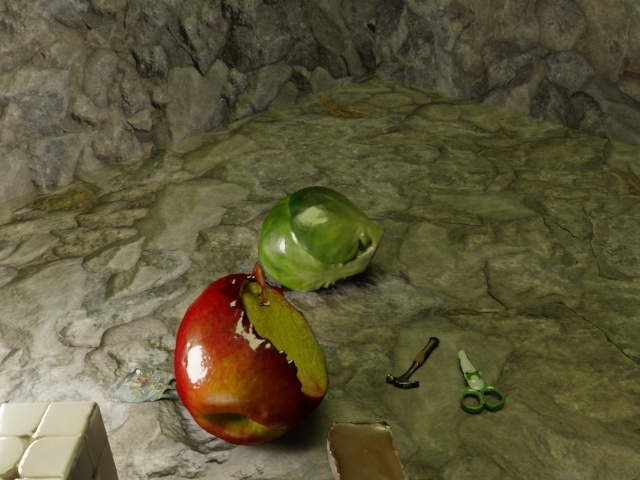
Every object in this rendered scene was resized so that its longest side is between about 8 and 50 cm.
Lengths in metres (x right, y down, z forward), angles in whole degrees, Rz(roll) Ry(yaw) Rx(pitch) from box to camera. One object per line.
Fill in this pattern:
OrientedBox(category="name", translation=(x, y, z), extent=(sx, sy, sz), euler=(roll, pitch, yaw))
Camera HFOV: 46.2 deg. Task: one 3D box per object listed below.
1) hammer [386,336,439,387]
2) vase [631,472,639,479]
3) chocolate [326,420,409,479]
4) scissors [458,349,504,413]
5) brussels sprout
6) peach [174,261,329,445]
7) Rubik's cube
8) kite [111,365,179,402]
OrientedBox(category="hammer", translation=(0.246, 0.303, 1.874), extent=(0.078, 0.021, 0.201), euler=(17, 37, 31))
OrientedBox(category="vase", translation=(0.694, 0.491, 1.344), extent=(0.302, 0.240, 0.329), euler=(2, 2, -14))
OrientedBox(category="chocolate", translation=(0.090, 0.482, 1.527), extent=(0.161, 0.083, 0.261), euler=(9, 29, -13))
OrientedBox(category="scissors", translation=(0.368, 0.334, 1.802), extent=(0.101, 0.027, 0.204), euler=(-5, 32, -4))
OrientedBox(category="brussels sprout", translation=(0.001, -0.006, 2.189), extent=(0.355, 0.281, 0.289), euler=(11, 33, 6))
OrientedBox(category="peach", translation=(-0.172, 0.271, 1.680), extent=(0.310, 0.335, 0.406), euler=(-35, 44, 11))
OrientedBox(category="Rubik's cube", translation=(-0.550, 0.496, 1.368), extent=(0.292, 0.290, 0.291), euler=(-3, 30, 3))
OrientedBox(category="kite", translation=(-0.387, 0.360, 1.854), extent=(0.245, 0.015, 0.141), euler=(1, 31, 15))
